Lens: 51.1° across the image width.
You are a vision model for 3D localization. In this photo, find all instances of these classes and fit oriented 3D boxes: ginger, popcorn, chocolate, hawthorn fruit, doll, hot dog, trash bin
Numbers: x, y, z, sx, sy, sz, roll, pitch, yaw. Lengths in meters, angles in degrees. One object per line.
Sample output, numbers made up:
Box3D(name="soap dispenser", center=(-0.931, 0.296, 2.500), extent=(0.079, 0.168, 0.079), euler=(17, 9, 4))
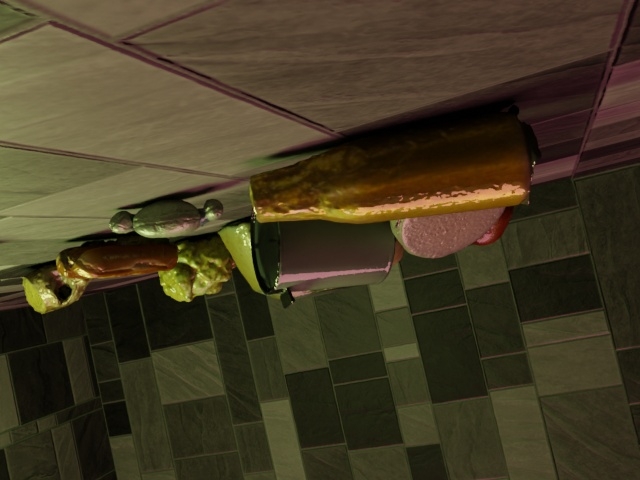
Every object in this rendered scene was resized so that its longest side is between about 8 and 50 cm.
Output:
Box3D(name="ginger", center=(-0.736, 0.123, 1.919), extent=(0.221, 0.130, 0.276), euler=(-24, -176, -42))
Box3D(name="popcorn", center=(-0.378, 0.084, 2.052), extent=(0.256, 0.194, 0.255), euler=(-32, 180, 7))
Box3D(name="chocolate", center=(0.108, -0.107, 1.073), extent=(0.446, 0.162, 0.162), euler=(-8, 177, -1))
Box3D(name="hawthorn fruit", center=(0.492, -0.107, 2.065), extent=(0.261, 0.224, 0.224), euler=(-36, -168, -38))
Box3D(name="doll", center=(-0.281, -0.039, 1.242), extent=(0.214, 0.071, 0.103), euler=(-9, 176, 5))
Box3D(name="hot dog", center=(-0.472, 0.035, 1.611), extent=(0.135, 0.100, 0.337), euler=(-5, 180, 32))
Box3D(name="trash bin", center=(0.000, 0.000, 1.461), extent=(0.263, 0.277, 0.217), euler=(-3, 165, -21))

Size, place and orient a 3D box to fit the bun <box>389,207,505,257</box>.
Box3D(name="bun", center=(0.240, -0.109, 1.384), extent=(0.263, 0.175, 0.263), euler=(-15, 137, -14))

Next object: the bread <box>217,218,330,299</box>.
Box3D(name="bread", center=(-0.076, 0.050, 1.938), extent=(0.396, 0.263, 0.239), euler=(-11, -177, -22))

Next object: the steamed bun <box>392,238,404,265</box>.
Box3D(name="steamed bun", center=(0.069, -0.011, 1.692), extent=(0.273, 0.231, 0.166), euler=(-17, 180, 0))
